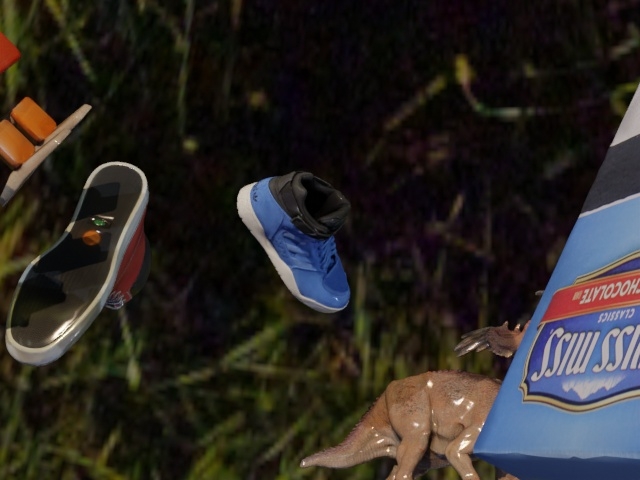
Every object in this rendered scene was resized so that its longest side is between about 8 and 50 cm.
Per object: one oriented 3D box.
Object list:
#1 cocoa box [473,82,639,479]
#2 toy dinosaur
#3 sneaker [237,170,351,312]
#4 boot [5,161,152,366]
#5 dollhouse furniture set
[{"bbox_3d":[0.288,0.071,0.738,0.347,0.228,0.231,29,167,-12],"label":"cocoa box"},{"bbox_3d":[0.130,0.166,1.725,0.296,0.200,0.127,-9,160,12],"label":"toy dinosaur"},{"bbox_3d":[0.000,0.001,1.572,0.084,0.058,0.152,-18,118,37],"label":"sneaker"},{"bbox_3d":[-0.244,0.060,1.837,0.088,0.244,0.176,20,147,12],"label":"boot"},{"bbox_3d":[-0.346,-0.164,1.609,0.262,0.259,0.135,44,112,-9],"label":"dollhouse furniture set"}]
